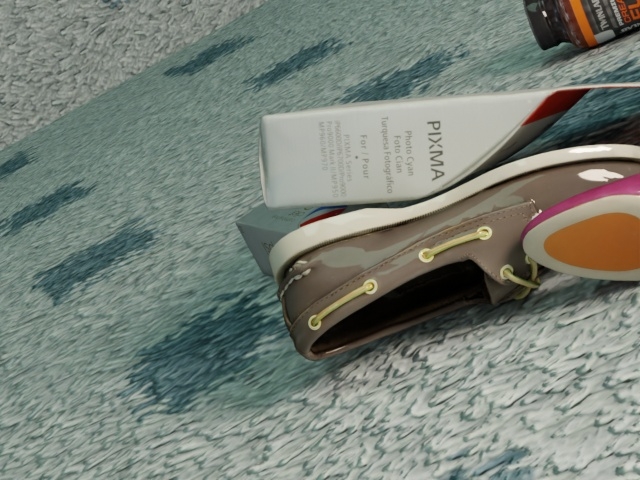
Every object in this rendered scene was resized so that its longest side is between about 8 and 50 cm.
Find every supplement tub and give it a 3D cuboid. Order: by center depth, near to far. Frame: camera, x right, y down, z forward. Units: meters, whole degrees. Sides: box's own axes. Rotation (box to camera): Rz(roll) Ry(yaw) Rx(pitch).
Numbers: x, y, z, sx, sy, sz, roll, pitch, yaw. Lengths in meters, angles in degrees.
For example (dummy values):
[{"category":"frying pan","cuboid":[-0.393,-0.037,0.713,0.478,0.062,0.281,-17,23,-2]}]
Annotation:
[{"category":"supplement tub","cuboid":[0.347,-0.296,1.483,0.198,0.106,0.106,-21,20,19]}]

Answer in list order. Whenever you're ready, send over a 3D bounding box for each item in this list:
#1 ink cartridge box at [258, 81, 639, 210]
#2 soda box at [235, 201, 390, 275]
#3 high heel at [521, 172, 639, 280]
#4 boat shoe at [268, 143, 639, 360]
[{"category":"ink cartridge box","cuboid":[0.174,-0.094,1.139,0.385,0.091,0.308,-1,7,19]},{"category":"soda box","cuboid":[0.000,0.000,1.232,0.074,0.069,0.216,-35,20,-20]},{"category":"high heel","cuboid":[0.273,-0.042,0.946,0.244,0.082,0.117,-16,31,15]},{"category":"boat shoe","cuboid":[0.123,0.011,1.003,0.324,0.116,0.097,-16,62,2]}]
